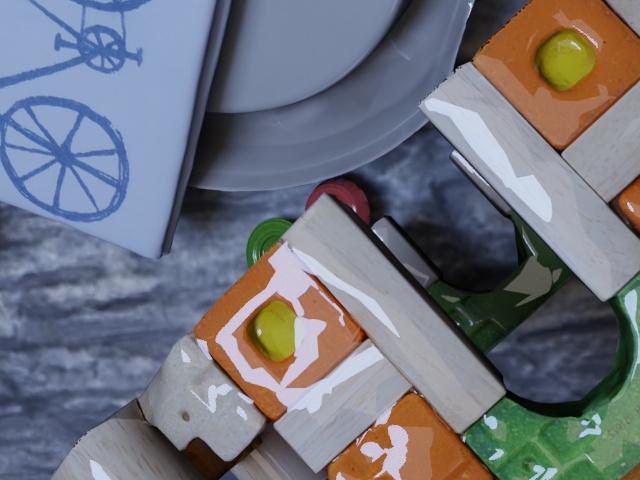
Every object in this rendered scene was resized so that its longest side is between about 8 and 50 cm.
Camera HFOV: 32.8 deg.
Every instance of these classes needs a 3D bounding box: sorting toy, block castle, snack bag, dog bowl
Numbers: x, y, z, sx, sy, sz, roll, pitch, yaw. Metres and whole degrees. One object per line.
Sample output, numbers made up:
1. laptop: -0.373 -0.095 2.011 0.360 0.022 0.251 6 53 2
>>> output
1. sorting toy: 0.000 0.000 0.748 0.102 0.042 0.061 -35 77 28
2. block castle: 0.114 0.040 0.563 0.453 0.303 0.213 -43 83 6
3. snack bag: -0.217 -0.158 0.609 0.342 0.037 0.323 19 130 1
4. dog bowl: -0.063 -0.197 0.621 0.348 0.102 0.349 8 130 10
